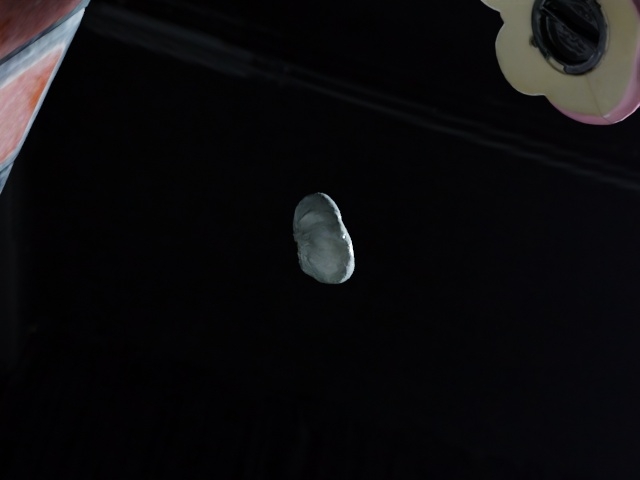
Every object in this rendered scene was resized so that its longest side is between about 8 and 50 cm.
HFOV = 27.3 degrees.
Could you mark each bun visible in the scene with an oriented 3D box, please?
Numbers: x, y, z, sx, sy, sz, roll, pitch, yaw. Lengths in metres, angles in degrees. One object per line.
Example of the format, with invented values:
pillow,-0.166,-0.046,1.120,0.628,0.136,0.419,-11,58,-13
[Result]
bun,0.000,0.000,1.132,0.045,0.083,0.083,-17,-38,-9

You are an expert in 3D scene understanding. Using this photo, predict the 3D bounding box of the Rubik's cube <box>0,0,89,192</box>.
Rubik's cube,-0.288,-0.080,0.441,0.301,0.305,0.304,39,-47,1

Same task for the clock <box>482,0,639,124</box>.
clock,0.164,-0.172,0.641,0.100,0.195,0.194,-11,-80,56
